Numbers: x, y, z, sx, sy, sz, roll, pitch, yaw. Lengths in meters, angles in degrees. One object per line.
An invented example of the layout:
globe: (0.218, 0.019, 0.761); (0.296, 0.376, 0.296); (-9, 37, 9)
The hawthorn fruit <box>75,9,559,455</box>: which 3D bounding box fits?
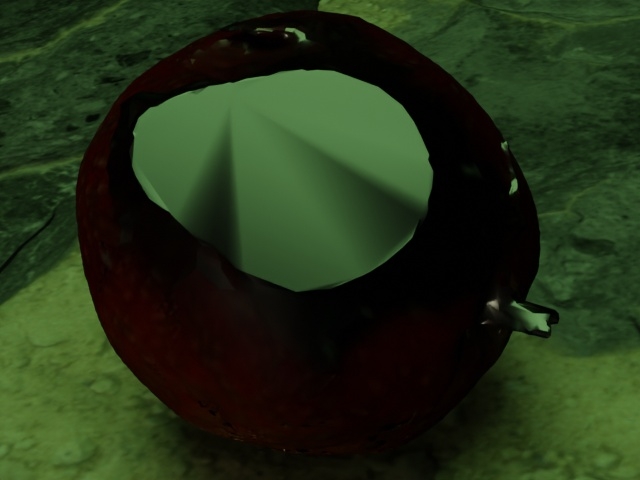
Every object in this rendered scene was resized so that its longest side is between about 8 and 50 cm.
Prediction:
hawthorn fruit: (-0.015, -0.007, 0.941); (0.316, 0.316, 0.316); (-7, 33, 4)
